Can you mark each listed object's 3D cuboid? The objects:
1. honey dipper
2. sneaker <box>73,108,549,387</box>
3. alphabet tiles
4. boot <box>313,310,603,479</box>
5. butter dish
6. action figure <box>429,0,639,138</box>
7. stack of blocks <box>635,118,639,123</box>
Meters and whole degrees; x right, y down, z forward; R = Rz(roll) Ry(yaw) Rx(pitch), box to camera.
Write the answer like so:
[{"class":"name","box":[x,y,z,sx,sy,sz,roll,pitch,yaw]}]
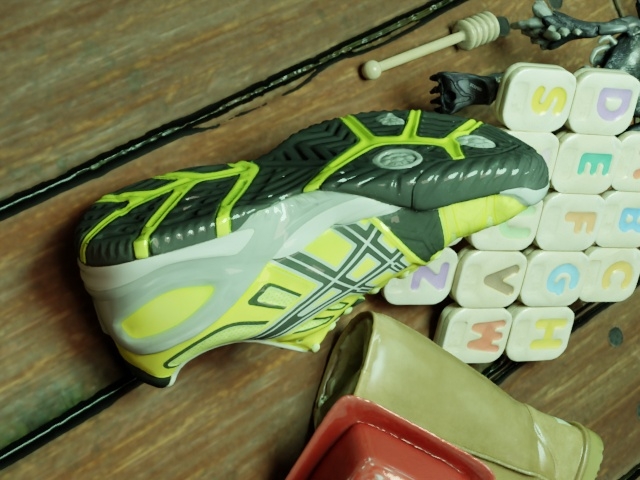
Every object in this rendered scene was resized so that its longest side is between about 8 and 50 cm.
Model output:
[{"class":"honey dipper","box":[0.101,-0.176,1.402,0.160,0.030,0.030,-26,99,-34]},{"class":"sneaker","box":[0.000,0.000,1.210,0.384,0.145,0.147,-14,118,-12]},{"class":"alphabet tiles","box":[0.192,-0.019,1.358,0.278,0.021,0.284,1,113,-28]},{"class":"boot","box":[0.105,0.219,1.325,0.269,0.089,0.236,26,70,-27]},{"class":"butter dish","box":[0.050,0.232,1.209,0.160,0.118,0.160,29,100,-14]},{"class":"action figure","box":[0.228,-0.143,1.411,0.275,0.141,0.164,-17,109,-21]},{"class":"stack of blocks","box":[0.420,-0.129,1.597,0.171,0.087,0.297,15,75,-35]}]
